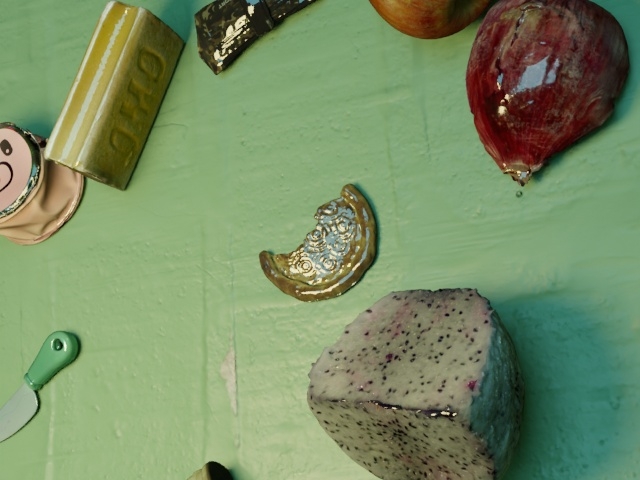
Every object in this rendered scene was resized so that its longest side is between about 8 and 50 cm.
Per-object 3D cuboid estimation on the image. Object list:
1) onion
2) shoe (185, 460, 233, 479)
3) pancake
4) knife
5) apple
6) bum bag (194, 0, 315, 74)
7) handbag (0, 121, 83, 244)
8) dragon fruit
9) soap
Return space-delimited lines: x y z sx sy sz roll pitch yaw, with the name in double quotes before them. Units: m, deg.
"onion" 0.298 -0.219 1.643 0.227 0.120 0.283 8 81 30
"shoe" -0.152 0.459 1.687 0.098 0.103 0.275 -24 63 18
"pancake" 0.000 0.000 1.775 0.184 0.020 0.190 16 84 27
"knife" -0.478 0.255 1.922 0.063 0.034 0.260 42 102 20
"apple" 0.159 -0.398 1.697 0.211 0.211 0.188 -41 69 10
"bum bag" -0.103 -0.374 1.885 0.248 0.069 0.102 -35 102 11
"handbag" -0.510 -0.093 1.970 0.205 0.116 0.179 -35 65 14
"dragon fruit" 0.156 0.202 1.567 0.283 0.204 0.221 0 48 40
"soap" -0.326 -0.230 1.893 0.089 0.173 0.274 20 87 19
